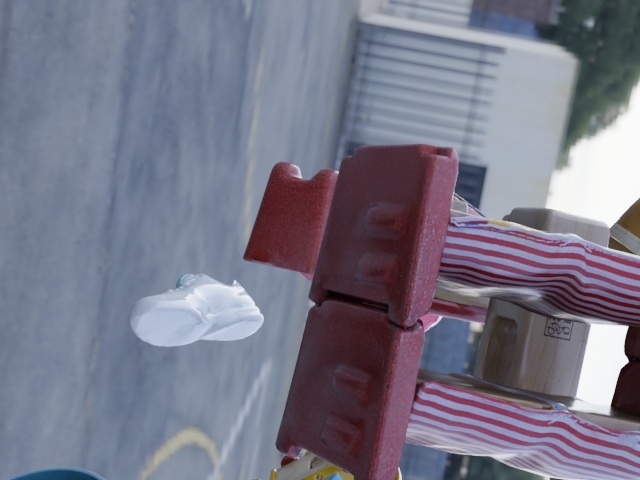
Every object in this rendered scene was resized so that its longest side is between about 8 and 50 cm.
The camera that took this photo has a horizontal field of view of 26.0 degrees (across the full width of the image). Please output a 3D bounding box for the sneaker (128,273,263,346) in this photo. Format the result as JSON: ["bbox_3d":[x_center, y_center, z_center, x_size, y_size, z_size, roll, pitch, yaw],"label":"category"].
[{"bbox_3d":[-0.175,0.082,1.820,0.080,0.212,0.094,-42,-120,31],"label":"sneaker"}]

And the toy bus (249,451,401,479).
[{"bbox_3d":[0.014,0.338,1.905,0.191,0.104,0.202,-38,-164,-33],"label":"toy bus"}]

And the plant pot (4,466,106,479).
[{"bbox_3d":[-0.364,0.496,1.891,0.271,0.272,0.255,-73,152,-55],"label":"plant pot"}]

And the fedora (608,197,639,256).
[{"bbox_3d":[0.403,0.003,1.652,0.079,0.194,0.194,-56,179,8],"label":"fedora"}]

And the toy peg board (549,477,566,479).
[{"bbox_3d":[0.318,0.367,1.637,0.161,0.079,0.160,20,-51,52],"label":"toy peg board"}]

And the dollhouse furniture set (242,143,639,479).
[{"bbox_3d":[0.062,0.044,0.770,0.374,0.201,0.152,-171,-86,-71],"label":"dollhouse furniture set"}]

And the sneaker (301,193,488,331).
[{"bbox_3d":[0.036,0.030,1.284,0.136,0.116,0.314,-57,-161,-18],"label":"sneaker"}]
